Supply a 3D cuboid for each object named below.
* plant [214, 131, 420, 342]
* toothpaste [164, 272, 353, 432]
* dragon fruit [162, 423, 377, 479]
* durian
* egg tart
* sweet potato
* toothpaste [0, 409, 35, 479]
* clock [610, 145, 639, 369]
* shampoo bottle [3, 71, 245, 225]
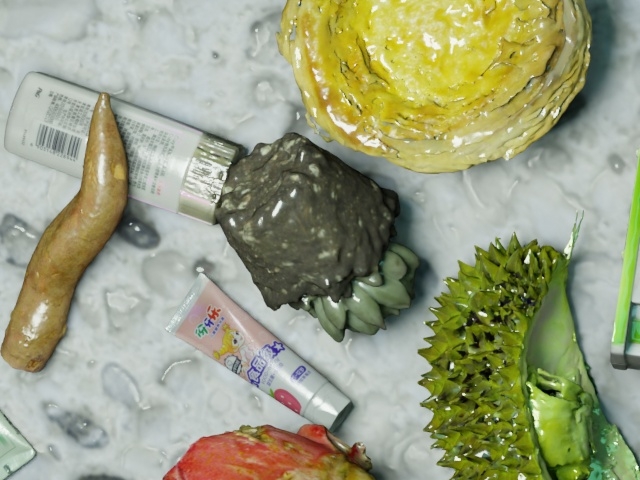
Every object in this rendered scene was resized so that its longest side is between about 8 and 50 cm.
[{"bbox_3d":[0.000,0.000,1.798,0.132,0.194,0.129,-11,43,41],"label":"plant"},{"bbox_3d":[-0.057,0.112,1.867,0.194,0.043,0.067,35,98,15],"label":"toothpaste"},{"bbox_3d":[-0.019,0.308,1.750,0.291,0.269,0.250,32,104,13],"label":"dragon fruit"},{"bbox_3d":[0.195,0.167,1.802,0.169,0.157,0.355,-13,86,-26],"label":"durian"},{"bbox_3d":[0.105,-0.185,1.811,0.290,0.107,0.291,-1,84,8],"label":"egg tart"},{"bbox_3d":[-0.233,-0.004,1.866,0.067,0.059,0.281,48,118,43],"label":"sweet potato"},{"bbox_3d":[-0.366,0.141,1.926,0.064,0.041,0.218,-36,87,2],"label":"toothpaste"},{"bbox_3d":[0.421,0.012,1.700,0.309,0.166,0.235,8,81,10],"label":"clock"},{"bbox_3d":[-0.190,-0.090,1.885,0.227,0.056,0.086,19,100,10],"label":"shampoo bottle"}]
